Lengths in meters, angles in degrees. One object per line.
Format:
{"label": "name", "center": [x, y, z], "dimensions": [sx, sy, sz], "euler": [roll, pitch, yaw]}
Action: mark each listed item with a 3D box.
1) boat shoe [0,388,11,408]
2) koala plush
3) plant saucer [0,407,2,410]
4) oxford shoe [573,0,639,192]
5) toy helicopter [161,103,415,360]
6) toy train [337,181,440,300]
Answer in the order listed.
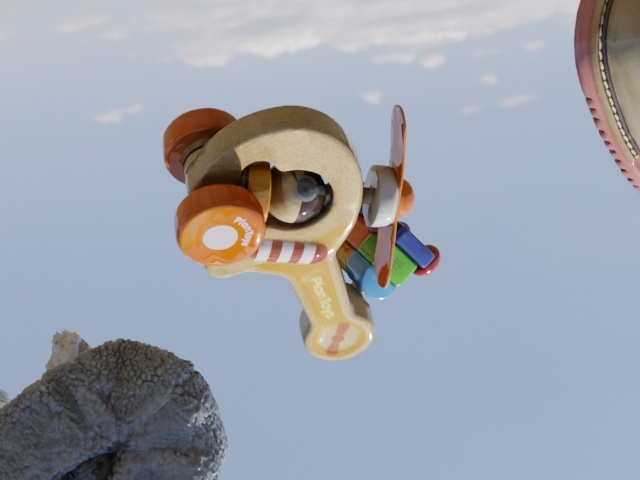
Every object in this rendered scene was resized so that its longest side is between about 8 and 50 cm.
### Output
{"label": "boat shoe", "center": [-0.407, 0.117, 1.166], "dimensions": [0.227, 0.081, 0.079], "euler": [29, 152, -24]}
{"label": "koala plush", "center": [-0.173, 0.162, 0.948], "dimensions": [0.203, 0.196, 0.221], "euler": [-45, -173, -1]}
{"label": "plant saucer", "center": [-0.321, 0.219, 1.079], "dimensions": [0.195, 0.195, 0.037], "euler": [-3, -138, 21]}
{"label": "oxford shoe", "center": [0.280, -0.058, 0.665], "dimensions": [0.348, 0.123, 0.130], "euler": [29, 165, -36]}
{"label": "toy helicopter", "center": [0.000, 0.000, 1.163], "dimensions": [0.235, 0.355, 0.140], "euler": [-19, -133, 3]}
{"label": "toy train", "center": [0.032, 0.005, 1.433], "dimensions": [0.143, 0.105, 0.248], "euler": [-47, -151, 1]}
